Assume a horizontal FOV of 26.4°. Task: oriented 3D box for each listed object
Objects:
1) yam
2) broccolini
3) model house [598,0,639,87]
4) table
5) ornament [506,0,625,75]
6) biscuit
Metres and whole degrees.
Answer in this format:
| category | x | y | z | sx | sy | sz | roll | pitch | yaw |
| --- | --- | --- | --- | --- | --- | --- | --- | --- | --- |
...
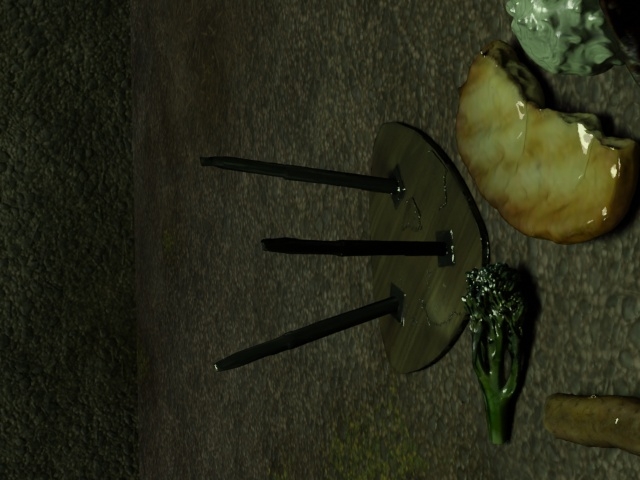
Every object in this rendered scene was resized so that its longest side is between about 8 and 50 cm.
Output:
| category | x | y | z | sx | sy | sz | roll | pitch | yaw |
| --- | --- | --- | --- | --- | --- | --- | --- | --- | --- |
| yam | 0.270 | 0.161 | 1.204 | 0.241 | 0.057 | 0.056 | 170 | 96 | -71 |
| broccolini | 0.178 | 0.122 | 1.419 | 0.091 | 0.068 | 0.202 | 14 | 108 | 48 |
| model house | 0.289 | -0.293 | 0.831 | 0.283 | 0.297 | 0.317 | -10 | 75 | 25 |
| table | 0.000 | 0.000 | 1.605 | 0.317 | 0.249 | 0.317 | 177 | 90 | -69 |
| ornament | 0.240 | -0.261 | 1.111 | 0.120 | 0.130 | 0.285 | 50 | 140 | 37 |
| biscuit | 0.212 | -0.081 | 1.327 | 0.299 | 0.045 | 0.154 | -127 | 40 | -54 |
